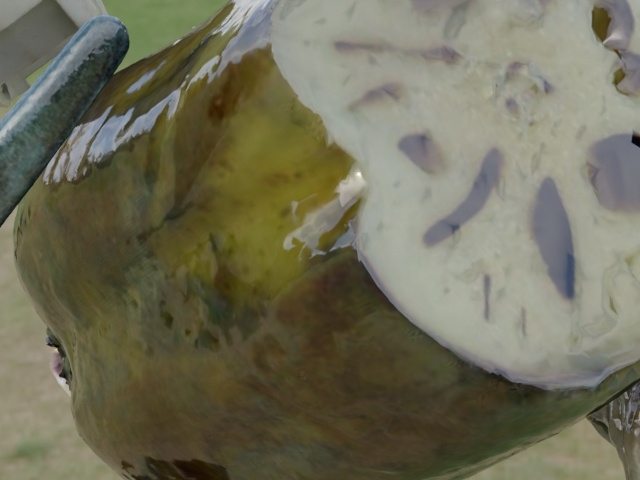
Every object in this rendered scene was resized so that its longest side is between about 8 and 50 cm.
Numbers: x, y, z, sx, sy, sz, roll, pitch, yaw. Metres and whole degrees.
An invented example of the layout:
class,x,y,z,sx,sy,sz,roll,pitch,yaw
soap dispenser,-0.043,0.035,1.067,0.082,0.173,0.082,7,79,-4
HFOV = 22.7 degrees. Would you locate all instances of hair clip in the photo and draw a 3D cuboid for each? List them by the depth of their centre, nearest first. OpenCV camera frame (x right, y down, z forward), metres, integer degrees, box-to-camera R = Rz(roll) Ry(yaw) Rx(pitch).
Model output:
class,x,y,z,sx,sy,sz,roll,pitch,yaw
hair clip,-0.149,0.005,0.608,0.229,0.039,0.070,-43,24,15

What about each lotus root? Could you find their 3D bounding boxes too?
class,x,y,z,sx,sy,sz,roll,pitch,yaw
lotus root,0.000,0.000,0.706,0.250,0.250,0.346,-16,-7,-39

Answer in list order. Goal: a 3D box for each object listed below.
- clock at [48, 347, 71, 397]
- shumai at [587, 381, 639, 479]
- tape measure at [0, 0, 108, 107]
class,x,y,z,sx,sy,sz,roll,pitch,yaw
clock,0.001,0.063,1.332,0.376,0.250,0.368,-40,2,-30
shumai,0.227,0.101,1.008,0.201,0.201,0.120,-15,8,-36
tape measure,-0.250,-0.215,1.101,0.130,0.258,0.265,-34,18,-1
